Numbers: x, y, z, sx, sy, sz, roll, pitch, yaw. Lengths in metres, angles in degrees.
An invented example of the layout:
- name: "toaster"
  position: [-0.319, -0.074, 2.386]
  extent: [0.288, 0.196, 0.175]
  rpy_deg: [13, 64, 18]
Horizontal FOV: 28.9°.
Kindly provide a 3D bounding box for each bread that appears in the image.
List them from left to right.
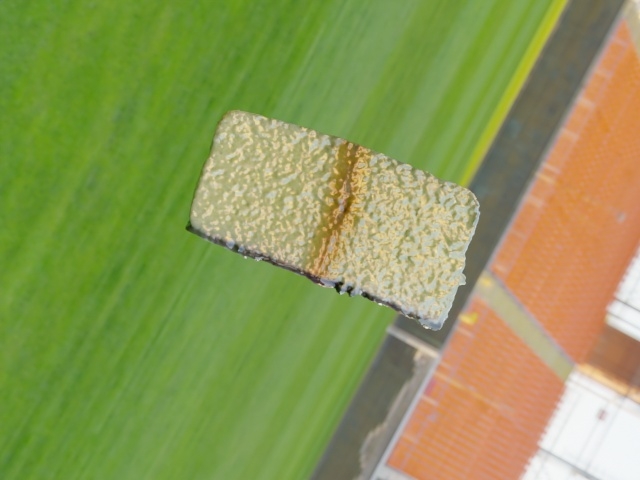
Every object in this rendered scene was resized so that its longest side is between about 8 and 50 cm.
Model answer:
- name: "bread"
  position: [0.000, 0.000, 1.102]
  extent: [0.178, 0.240, 0.135]
  rpy_deg: [121, -12, -70]
